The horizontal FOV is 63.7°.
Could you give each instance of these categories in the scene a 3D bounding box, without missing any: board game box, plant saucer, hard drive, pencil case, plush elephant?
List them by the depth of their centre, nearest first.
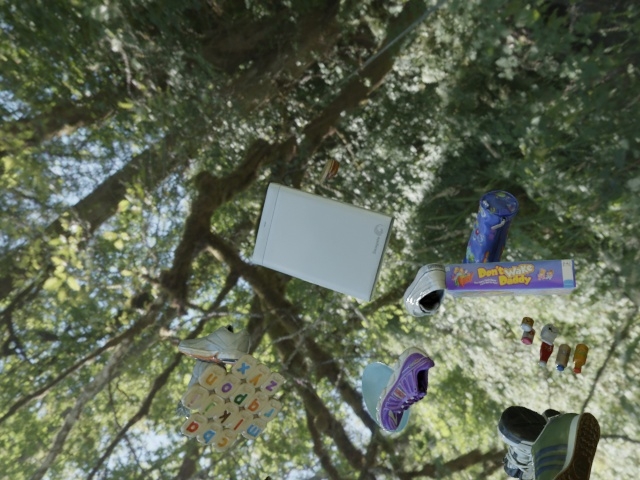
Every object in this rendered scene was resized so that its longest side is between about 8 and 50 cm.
[{"bbox_3d":[0.000,0.000,1.386,0.353,0.232,0.047,17,-169,18],"label":"hard drive"},{"bbox_3d":[0.187,0.425,1.414,0.038,0.195,0.195,-8,-128,-35],"label":"plant saucer"},{"bbox_3d":[0.555,0.117,1.529,0.233,0.347,0.078,26,-118,-66],"label":"board game box"},{"bbox_3d":[0.542,-0.011,1.650,0.133,0.120,0.306,-86,-2,-49],"label":"pencil case"},{"bbox_3d":[-0.371,0.573,1.985,0.256,0.330,0.271,20,148,14],"label":"plush elephant"}]

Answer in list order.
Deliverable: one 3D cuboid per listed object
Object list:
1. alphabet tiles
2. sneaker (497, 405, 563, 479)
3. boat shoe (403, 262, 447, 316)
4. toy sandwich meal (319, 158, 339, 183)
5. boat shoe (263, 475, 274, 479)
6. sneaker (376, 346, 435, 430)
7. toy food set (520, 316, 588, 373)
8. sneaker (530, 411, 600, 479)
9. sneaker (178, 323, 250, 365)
[{"bbox_3d":[-0.244,0.457,1.453,0.284,0.278,0.021,42,176,-32],"label":"alphabet tiles"},{"bbox_3d":[0.677,0.694,1.688,0.448,0.257,0.169,18,-164,-41],"label":"sneaker"},{"bbox_3d":[0.283,0.159,1.392,0.258,0.095,0.084,86,178,-57],"label":"boat shoe"},{"bbox_3d":[0.024,-0.189,1.422,0.029,0.085,0.085,24,-163,-10],"label":"toy sandwich meal"},{"bbox_3d":[-0.216,0.956,1.959,0.064,0.060,0.178,54,-173,4],"label":"boat shoe"},{"bbox_3d":[0.156,0.279,0.937,0.071,0.169,0.068,31,-161,38],"label":"sneaker"},{"bbox_3d":[0.780,0.368,1.765,0.232,0.104,0.111,29,145,7],"label":"toy food set"},{"bbox_3d":[0.369,0.358,0.813,0.064,0.192,0.086,39,155,-9],"label":"sneaker"},{"bbox_3d":[-0.331,0.326,1.644,0.099,0.263,0.121,53,-136,-54],"label":"sneaker"}]
